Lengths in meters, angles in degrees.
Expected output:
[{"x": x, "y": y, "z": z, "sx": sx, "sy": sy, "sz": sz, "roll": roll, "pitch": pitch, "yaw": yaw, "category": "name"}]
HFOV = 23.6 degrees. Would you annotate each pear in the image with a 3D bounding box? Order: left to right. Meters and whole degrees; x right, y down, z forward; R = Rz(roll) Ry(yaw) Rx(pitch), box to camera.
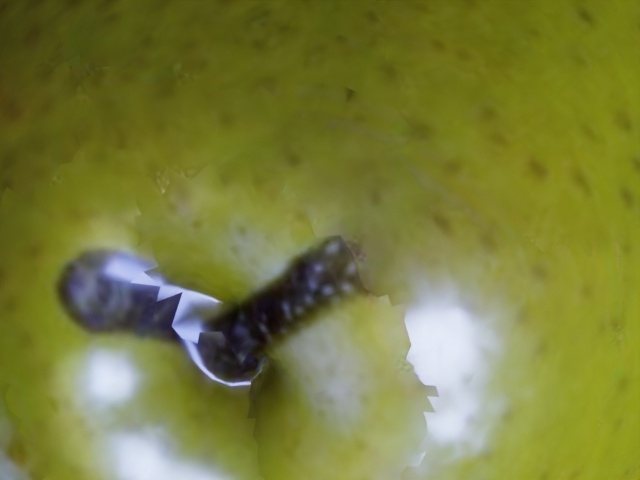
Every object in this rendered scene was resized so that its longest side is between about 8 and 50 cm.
[{"x": 0.000, "y": 0.000, "z": 0.624, "sx": 0.362, "sy": 0.418, "sz": 0.362, "roll": 3, "pitch": 104, "yaw": 12, "category": "pear"}]
